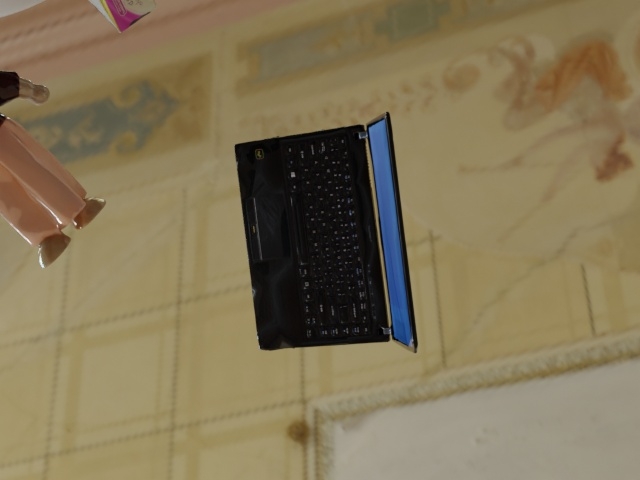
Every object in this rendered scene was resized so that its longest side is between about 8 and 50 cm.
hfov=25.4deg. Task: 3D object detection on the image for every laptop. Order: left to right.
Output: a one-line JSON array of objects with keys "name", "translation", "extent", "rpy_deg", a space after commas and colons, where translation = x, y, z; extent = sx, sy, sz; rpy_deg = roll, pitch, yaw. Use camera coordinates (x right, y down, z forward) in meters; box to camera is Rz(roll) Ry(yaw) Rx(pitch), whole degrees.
[{"name": "laptop", "translation": [0.000, 0.000, 1.460], "extent": [0.264, 0.136, 0.234], "rpy_deg": [-6, -89, 31]}]

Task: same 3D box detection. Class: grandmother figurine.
[{"name": "grandmother figurine", "translation": [-0.432, -0.134, 1.830], "extent": [0.208, 0.342, 0.104], "rpy_deg": [-53, -160, -25]}]

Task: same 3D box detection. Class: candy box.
[{"name": "candy box", "translation": [-0.338, -0.419, 1.999], "extent": [0.071, 0.159, 0.233], "rpy_deg": [-37, -124, -11]}]

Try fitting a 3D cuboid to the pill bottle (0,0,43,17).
[{"name": "pill bottle", "translation": [-0.313, -0.364, 1.169], "extent": [0.188, 0.334, 0.188], "rpy_deg": [-18, -147, 12]}]
